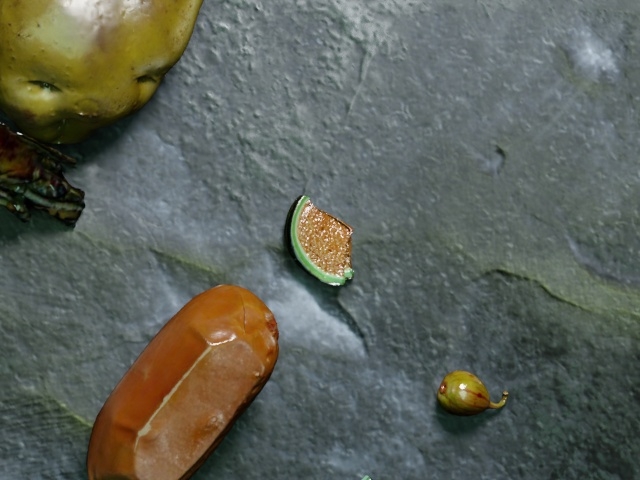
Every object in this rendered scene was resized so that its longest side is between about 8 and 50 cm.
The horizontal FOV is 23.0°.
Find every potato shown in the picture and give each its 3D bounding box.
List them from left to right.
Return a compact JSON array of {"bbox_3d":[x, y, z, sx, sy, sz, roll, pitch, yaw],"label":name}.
[{"bbox_3d":[-0.222,-0.274,1.634,0.195,0.176,0.369,23,82,23],"label":"potato"}]

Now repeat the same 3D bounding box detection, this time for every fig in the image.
[{"bbox_3d":[0.168,0.170,1.713,0.083,0.050,0.050,12,87,-24],"label":"fig"}]

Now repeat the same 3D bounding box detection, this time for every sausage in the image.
[{"bbox_3d":[-0.145,0.161,1.641,0.133,0.133,0.258,37,87,-3],"label":"sausage"}]

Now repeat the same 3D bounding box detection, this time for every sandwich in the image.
[{"bbox_3d":[0.000,0.005,1.709,0.101,0.026,0.069,35,82,-6],"label":"sandwich"}]

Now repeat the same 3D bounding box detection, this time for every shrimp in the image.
[{"bbox_3d":[-0.425,-0.061,1.618,0.365,0.071,0.233,21,124,-33],"label":"shrimp"}]

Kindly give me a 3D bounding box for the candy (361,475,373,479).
[{"bbox_3d":[-0.038,0.348,1.685,0.262,0.073,0.077,-44,111,-12],"label":"candy"}]
